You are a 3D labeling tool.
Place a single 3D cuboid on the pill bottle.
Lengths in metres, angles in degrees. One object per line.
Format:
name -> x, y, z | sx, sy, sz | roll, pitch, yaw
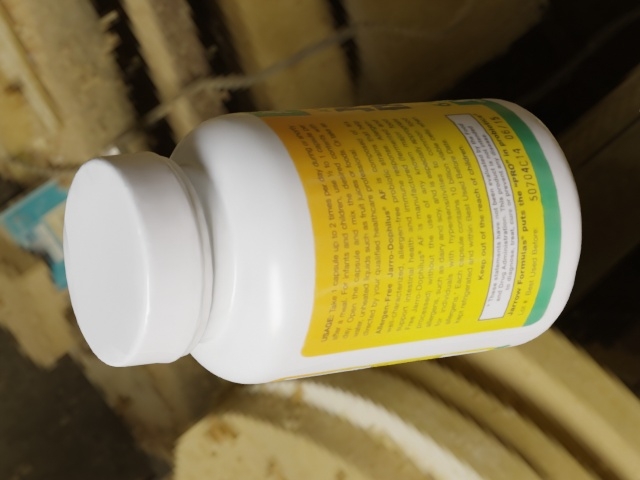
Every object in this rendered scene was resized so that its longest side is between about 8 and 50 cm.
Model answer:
pill bottle -> 0.000, 0.000, 0.763 | 0.117, 0.208, 0.117 | 18, 111, 58
